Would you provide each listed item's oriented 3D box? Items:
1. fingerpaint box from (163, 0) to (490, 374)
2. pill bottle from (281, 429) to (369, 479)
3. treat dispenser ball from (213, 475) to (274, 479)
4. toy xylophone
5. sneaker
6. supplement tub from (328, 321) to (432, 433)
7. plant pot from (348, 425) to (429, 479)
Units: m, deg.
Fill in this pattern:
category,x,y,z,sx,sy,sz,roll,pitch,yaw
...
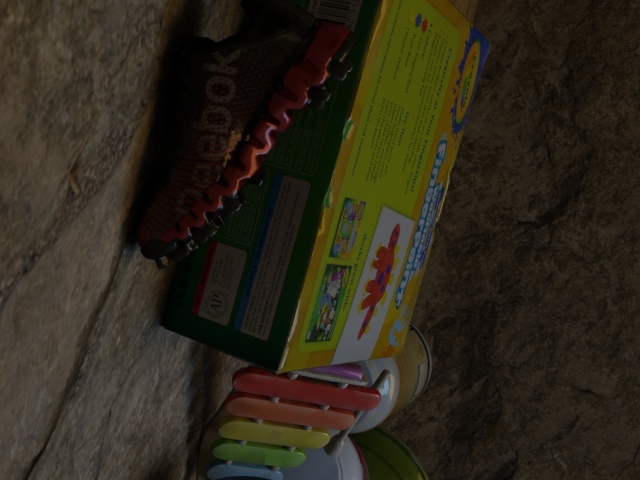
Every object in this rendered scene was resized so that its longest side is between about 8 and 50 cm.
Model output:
category,x,y,z,sx,sy,sz,roll,pitch,yaw
fingerpaint box,0.026,-0.086,1.110,0.371,0.163,0.445,7,99,-64
pill bottle,-0.036,0.413,1.593,0.408,0.229,0.229,70,37,-74
treat dispenser ball,-0.096,0.433,1.112,0.288,0.288,0.288,16,90,-80
toy xylophone,-0.034,0.241,1.244,0.081,0.236,0.323,-102,-153,-44
sneaker,-0.093,-0.106,0.830,0.276,0.135,0.097,-52,-175,7
supplement tub,0.086,0.280,1.966,0.316,0.228,0.228,-8,114,-65
plant pot,0.014,0.636,2.038,0.353,0.366,0.367,-38,145,-53
